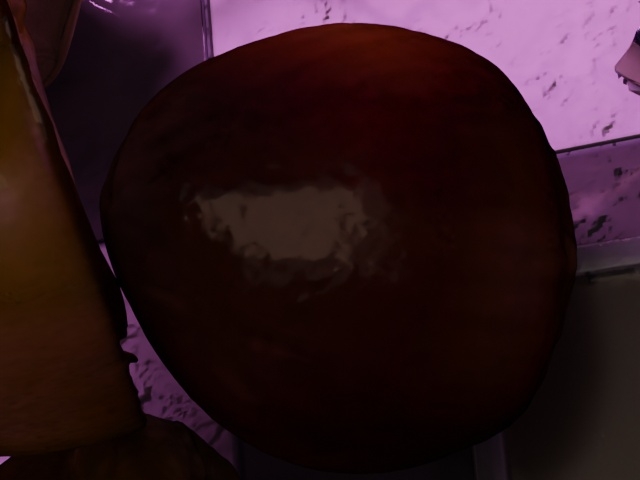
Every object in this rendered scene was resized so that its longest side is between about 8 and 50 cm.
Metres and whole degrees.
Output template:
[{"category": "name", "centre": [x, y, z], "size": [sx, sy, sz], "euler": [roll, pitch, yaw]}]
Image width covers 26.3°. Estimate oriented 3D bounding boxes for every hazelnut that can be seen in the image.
[{"category": "hazelnut", "centre": [0.000, 0.000, 0.582], "size": [0.208, 0.208, 0.208], "euler": [-5, 68, 14]}]

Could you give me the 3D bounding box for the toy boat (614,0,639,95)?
[{"category": "toy boat", "centre": [0.237, -0.066, 0.629], "size": [0.210, 0.066, 0.084], "euler": [33, 85, 14]}]

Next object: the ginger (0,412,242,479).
[{"category": "ginger", "centre": [-0.112, 0.258, 0.550], "size": [0.274, 0.152, 0.357], "euler": [-27, 63, 5]}]

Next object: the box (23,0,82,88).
[{"category": "box", "centre": [-0.210, -0.151, 0.771], "size": [0.177, 0.111, 0.111], "euler": [25, 78, 27]}]

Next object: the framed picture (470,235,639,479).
[{"category": "framed picture", "centre": [0.175, 0.122, 0.596], "size": [0.216, 0.016, 0.273], "euler": [-8, 67, 13]}]

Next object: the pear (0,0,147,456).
[{"category": "pear", "centre": [-0.199, -0.060, 0.507], "size": [0.191, 0.386, 0.340], "euler": [-20, 100, -7]}]
